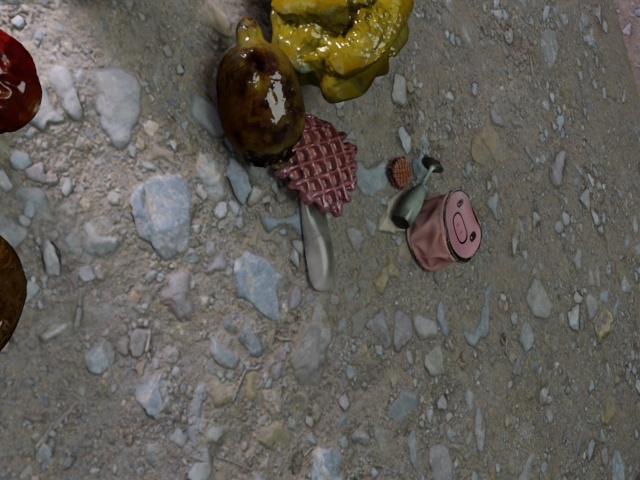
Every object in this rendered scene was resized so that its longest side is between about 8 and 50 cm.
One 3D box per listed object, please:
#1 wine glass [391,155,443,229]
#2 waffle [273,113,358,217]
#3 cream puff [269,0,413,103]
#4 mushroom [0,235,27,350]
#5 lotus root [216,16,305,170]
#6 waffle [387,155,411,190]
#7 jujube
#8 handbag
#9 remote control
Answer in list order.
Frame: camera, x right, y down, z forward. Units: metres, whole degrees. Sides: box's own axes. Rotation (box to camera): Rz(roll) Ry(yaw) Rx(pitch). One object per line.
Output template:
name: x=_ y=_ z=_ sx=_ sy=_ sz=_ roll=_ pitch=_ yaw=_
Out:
wine glass: x=0.240 y=-0.119 z=2.089 sx=0.066 sy=0.066 sz=0.198 roll=50 pitch=58 yaw=-33
waffle: x=-0.007 y=-0.173 z=1.817 sx=0.234 sy=0.055 sz=0.221 roll=34 pitch=56 yaw=-29
cream puff: x=0.043 y=-0.472 z=1.723 sx=0.274 sy=0.270 sz=0.323 roll=56 pitch=48 yaw=-50
mushroom: x=-0.539 y=0.083 z=1.181 sx=0.253 sy=0.153 sz=0.253 roll=-11 pitch=106 yaw=-45
lotus root: x=-0.120 y=-0.280 z=1.639 sx=0.170 sy=0.141 sz=0.313 roll=-17 pitch=105 yaw=-16
waffle: x=0.198 y=-0.167 z=2.073 sx=0.083 sy=0.029 sz=0.075 roll=50 pitch=57 yaw=-38
jujube: x=-0.522 y=-0.253 z=1.199 sx=0.250 sy=0.174 sz=0.174 roll=38 pitch=60 yaw=-32
handbag: x=0.318 y=-0.024 z=2.131 sx=0.179 sy=0.117 sz=0.205 roll=-44 pitch=117 yaw=-41
remote control: x=0.000 y=0.000 z=1.838 sx=0.073 sy=0.044 sz=0.229 roll=-8 pitch=92 yaw=-44
